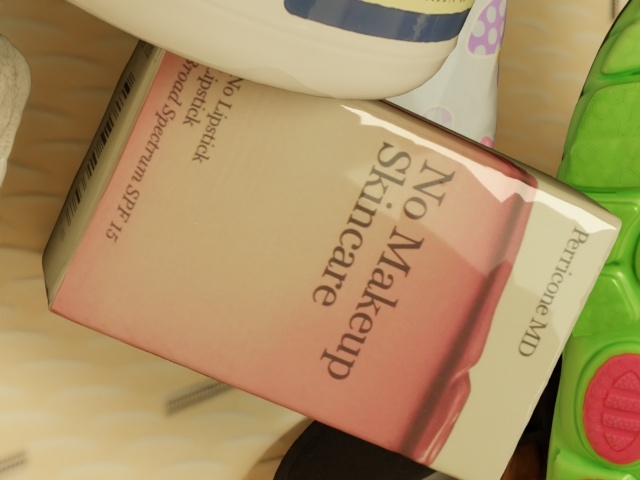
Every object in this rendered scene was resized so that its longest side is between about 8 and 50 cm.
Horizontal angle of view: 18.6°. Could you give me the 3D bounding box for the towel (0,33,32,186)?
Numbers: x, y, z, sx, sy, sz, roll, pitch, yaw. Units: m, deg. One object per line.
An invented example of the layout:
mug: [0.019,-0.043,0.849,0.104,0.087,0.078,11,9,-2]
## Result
towel: [-0.206,-0.024,0.793,0.282,0.049,0.187,28,80,-72]

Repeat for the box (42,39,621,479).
box: [0.000,0.000,0.941,0.232,0.127,0.148,23,96,-13]

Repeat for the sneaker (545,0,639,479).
sneaker: [0.219,-0.002,1.110,0.202,0.185,0.483,-70,172,-52]

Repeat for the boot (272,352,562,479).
boot: [0.065,0.221,1.207,0.264,0.096,0.280,-30,128,-51]

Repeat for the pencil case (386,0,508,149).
pencil case: [0.050,-0.131,1.048,0.124,0.113,0.273,-3,104,-30]

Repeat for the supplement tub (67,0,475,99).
supplement tub: [0.006,-0.248,0.825,0.235,0.235,0.325,3,119,-46]
